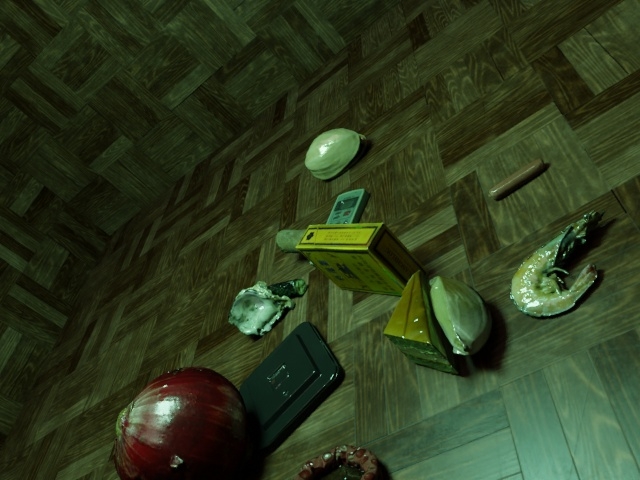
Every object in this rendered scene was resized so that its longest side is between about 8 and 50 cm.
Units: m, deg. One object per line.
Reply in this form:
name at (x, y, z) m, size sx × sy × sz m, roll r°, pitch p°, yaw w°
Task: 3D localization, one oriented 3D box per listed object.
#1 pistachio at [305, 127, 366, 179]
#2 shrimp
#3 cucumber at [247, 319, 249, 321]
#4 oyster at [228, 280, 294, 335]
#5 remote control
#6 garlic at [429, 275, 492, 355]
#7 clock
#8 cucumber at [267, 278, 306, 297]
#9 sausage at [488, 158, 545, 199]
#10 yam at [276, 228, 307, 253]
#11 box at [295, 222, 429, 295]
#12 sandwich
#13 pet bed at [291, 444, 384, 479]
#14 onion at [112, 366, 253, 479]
pistachio at (0.052, -0.313, 2.080) m, size 0.229 × 0.157 × 0.157 m, roll -28°, pitch 32°, yaw 21°
shrimp at (0.470, 0.045, 1.120) m, size 0.251 × 0.052 × 0.143 m, roll -52°, pitch 37°, yaw 5°
cucumber at (-0.239, 0.240, 1.829) m, size 0.064 × 0.064 × 0.112 m, roll -49°, pitch 28°, yaw -5°
oyster at (-0.171, 0.204, 1.743) m, size 0.191 × 0.163 × 0.081 m, roll 3°, pitch 5°, yaw 11°
remote control at (0.058, -0.039, 1.812) m, size 0.123 × 0.038 × 0.285 m, roll -11°, pitch 43°, yaw 47°
garlic at (0.285, 0.155, 1.166) m, size 0.195 × 0.101 × 0.087 m, roll -98°, pitch 26°, yaw -48°
clock at (-0.089, 0.354, 1.480) m, size 0.279 × 0.049 × 0.273 m, roll -46°, pitch 28°, yaw 1°
cucumber at (-0.121, 0.152, 1.788) m, size 0.187 × 0.058 × 0.058 m, roll -18°, pitch 38°, yaw 41°
sausage at (0.463, -0.143, 1.390) m, size 0.147 × 0.030 × 0.035 m, roll -36°, pitch 28°, yaw 19°
yam at (0.000, 0.000, 1.737) m, size 0.356 × 0.081 × 0.081 m, roll -1°, pitch 51°, yaw 49°
box at (0.097, 0.047, 1.474) m, size 0.301 × 0.193 × 0.084 m, roll 1°, pitch 52°, yaw 55°
sandwich at (0.239, 0.161, 1.209) m, size 0.144 × 0.117 × 0.187 m, roll -3°, pitch 48°, yaw 50°
pet bed at (0.026, 0.461, 1.104) m, size 0.201 × 0.053 × 0.201 m, roll -20°, pitch 11°, yaw 4°
onion at (-0.324, 0.470, 1.368) m, size 0.341 × 0.341 × 0.341 m, roll -34°, pitch 30°, yaw 23°
